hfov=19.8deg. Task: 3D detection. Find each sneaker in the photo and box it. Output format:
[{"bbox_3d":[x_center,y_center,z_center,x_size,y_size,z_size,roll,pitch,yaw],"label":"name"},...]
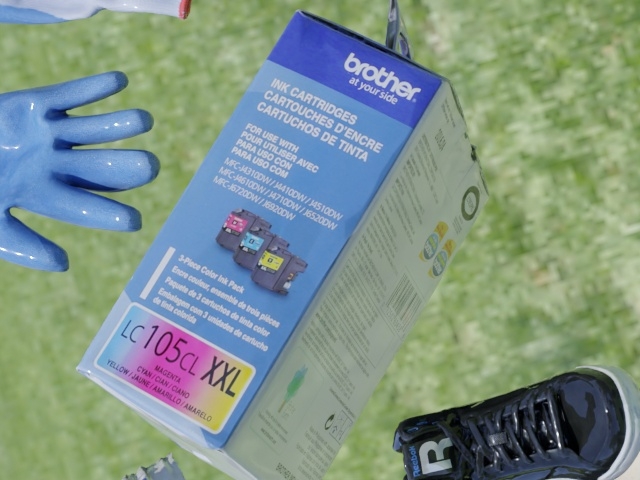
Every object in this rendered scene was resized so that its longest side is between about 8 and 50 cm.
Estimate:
[{"bbox_3d":[0.123,0.143,1.257,0.217,0.121,0.079,-35,66,63],"label":"sneaker"}]

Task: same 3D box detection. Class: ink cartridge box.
[{"bbox_3d":[0.000,0.000,1.484,0.151,0.395,0.270,29,170,19],"label":"ink cartridge box"}]

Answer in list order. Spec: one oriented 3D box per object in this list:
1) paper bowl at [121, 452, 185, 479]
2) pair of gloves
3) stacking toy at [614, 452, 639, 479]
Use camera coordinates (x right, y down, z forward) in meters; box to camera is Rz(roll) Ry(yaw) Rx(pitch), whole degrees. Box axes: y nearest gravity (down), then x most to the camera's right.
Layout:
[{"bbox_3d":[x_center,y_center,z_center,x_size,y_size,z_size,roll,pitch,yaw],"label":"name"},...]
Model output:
[{"bbox_3d":[-0.025,0.242,0.952,0.284,0.148,0.284,59,173,12],"label":"paper bowl"},{"bbox_3d":[-0.135,-0.087,0.836,0.023,0.159,0.198,29,-111,-68],"label":"pair of gloves"},{"bbox_3d":[0.438,0.314,1.411,0.480,0.350,0.350,43,179,-24],"label":"stacking toy"}]
